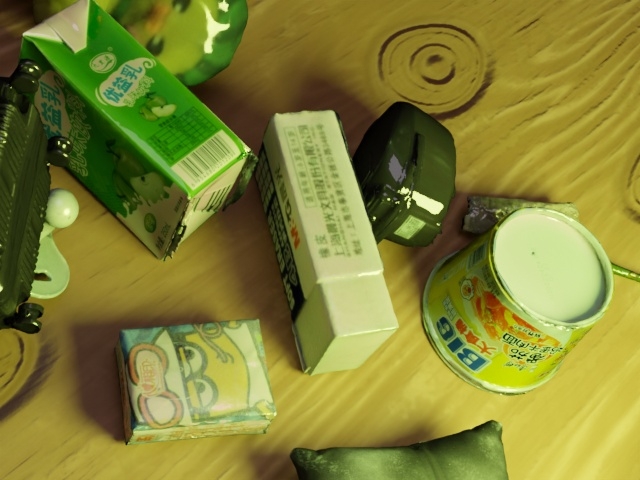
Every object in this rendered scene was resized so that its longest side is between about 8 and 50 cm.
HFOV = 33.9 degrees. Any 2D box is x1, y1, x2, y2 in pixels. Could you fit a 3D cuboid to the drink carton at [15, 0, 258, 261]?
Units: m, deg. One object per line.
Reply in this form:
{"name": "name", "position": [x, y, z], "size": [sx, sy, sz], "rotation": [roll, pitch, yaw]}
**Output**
{"name": "drink carton", "position": [-0.215, -0.120, 1.180], "size": [0.271, 0.161, 0.108], "rotation": [45, 56, 6]}

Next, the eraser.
{"name": "eraser", "position": [0.000, 0.000, 1.206], "size": [0.086, 0.130, 0.287], "rotation": [-5, 64, -21]}

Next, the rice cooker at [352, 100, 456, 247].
{"name": "rice cooker", "position": [0.096, -0.077, 1.279], "size": [0.118, 0.142, 0.203], "rotation": [25, 47, -15]}

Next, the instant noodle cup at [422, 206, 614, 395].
{"name": "instant noodle cup", "position": [0.238, 0.060, 1.246], "size": [0.205, 0.153, 0.205], "rotation": [9, 57, -14]}

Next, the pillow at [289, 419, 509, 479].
{"name": "pillow", "position": [0.097, 0.290, 1.086], "size": [0.250, 0.106, 0.186], "rotation": [-5, 70, -20]}

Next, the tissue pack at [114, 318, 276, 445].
{"name": "tissue pack", "position": [-0.132, 0.149, 1.107], "size": [0.155, 0.065, 0.115], "rotation": [-2, 61, -22]}

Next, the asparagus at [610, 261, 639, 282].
{"name": "asparagus", "position": [0.409, 0.045, 1.397], "size": [0.233, 0.023, 0.022], "rotation": [18, 101, -9]}

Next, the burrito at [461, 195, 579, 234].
{"name": "burrito", "position": [0.262, -0.029, 1.369], "size": [0.171, 0.042, 0.051], "rotation": [3, 88, -14]}

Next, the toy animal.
{"name": "toy animal", "position": [-0.240, -0.326, 1.271], "size": [0.338, 0.216, 0.191], "rotation": [33, 20, -6]}

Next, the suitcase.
{"name": "suitcase", "position": [-0.426, -0.036, 0.994], "size": [0.335, 0.152, 0.229], "rotation": [-1, 58, 4]}

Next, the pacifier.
{"name": "pacifier", "position": [-0.307, -0.016, 1.105], "size": [0.127, 0.117, 0.150], "rotation": [16, 46, -51]}
